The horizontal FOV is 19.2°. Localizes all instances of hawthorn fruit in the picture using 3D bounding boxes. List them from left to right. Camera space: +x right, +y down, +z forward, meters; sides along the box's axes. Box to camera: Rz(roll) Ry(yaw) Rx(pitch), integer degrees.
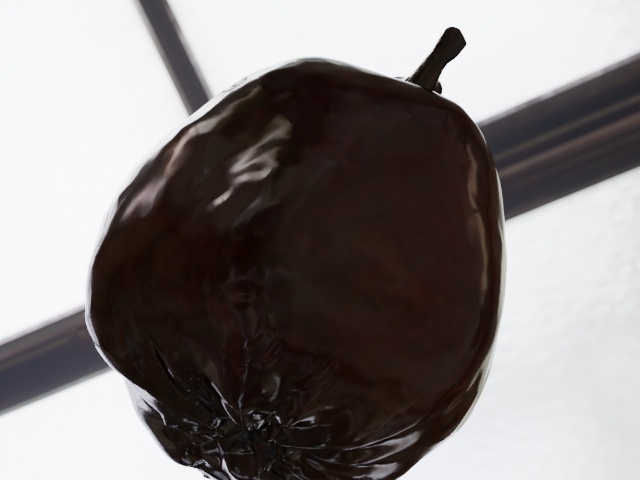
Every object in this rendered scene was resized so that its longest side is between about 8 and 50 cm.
[{"bbox_3d":[-0.012,0.018,1.323,0.308,0.308,0.325,44,-149,-43],"label":"hawthorn fruit"}]
